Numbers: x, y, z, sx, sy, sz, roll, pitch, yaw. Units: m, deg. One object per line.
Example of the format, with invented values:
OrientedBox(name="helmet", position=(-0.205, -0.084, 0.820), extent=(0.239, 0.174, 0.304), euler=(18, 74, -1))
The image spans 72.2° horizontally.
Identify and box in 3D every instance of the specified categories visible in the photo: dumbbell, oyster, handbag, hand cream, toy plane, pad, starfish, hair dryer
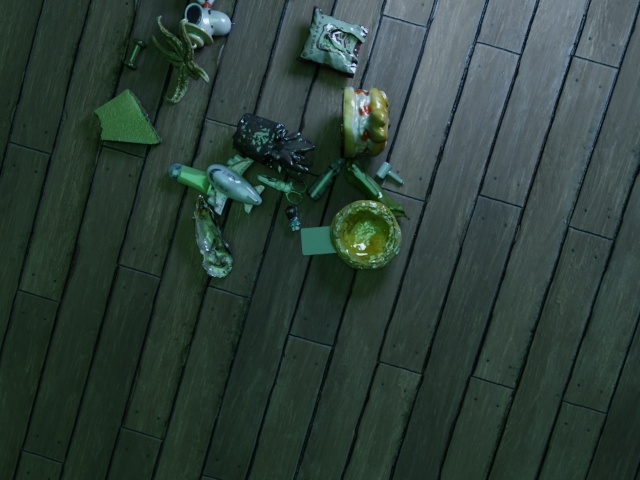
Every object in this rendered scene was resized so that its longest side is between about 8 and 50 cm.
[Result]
OrientedBox(name="dumbbell", position=(-0.741, -0.744, 1.749), extent=(0.052, 0.046, 0.118), euler=(24, 93, 6))
OrientedBox(name="oyster", position=(-0.435, -0.015, 1.757), extent=(0.128, 0.078, 0.345), euler=(-13, 101, 10))
OrientedBox(name="handbag", position=(0.048, -0.759, 1.685), extent=(0.234, 0.127, 0.213), euler=(18, 91, -1))
OrientedBox(name="hand cream", position=(-0.519, -0.254, 1.767), extent=(0.174, 0.046, 0.095), euler=(18, 88, -7))
OrientedBox(name="toy plane", position=(-0.340, -0.214, 1.727), extent=(0.251, 0.118, 0.253), euler=(0, 91, 3))
OrientedBox(name="pad", position=(0.000, 0.000, 1.783), extent=(0.157, 0.003, 0.112), euler=(-4, 93, 2))
OrientedBox(name="starfish", position=(-0.543, -0.690, 1.694), extent=(0.375, 0.094, 0.327), euler=(32, 127, 32))
OrientedBox(name="hair dryer", position=(0.286, -0.254, 1.751), extent=(0.124, 0.038, 0.063), euler=(35, 95, -7))

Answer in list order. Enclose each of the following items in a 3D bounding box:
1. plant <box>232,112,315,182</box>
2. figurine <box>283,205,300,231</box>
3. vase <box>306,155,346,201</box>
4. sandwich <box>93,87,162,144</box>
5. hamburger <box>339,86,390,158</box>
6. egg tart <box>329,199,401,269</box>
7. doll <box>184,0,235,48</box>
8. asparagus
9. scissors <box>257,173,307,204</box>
OrientedBox(name="plant", position=(-0.169, -0.359, 1.677), extent=(0.320, 0.194, 0.182), euler=(23, 97, 3))
OrientedBox(name="figurine", position=(-0.114, -0.089, 1.764), extent=(0.059, 0.047, 0.106), euler=(-5, 102, 38))
OrientedBox(name="vase", position=(0.028, -0.252, 1.743), extent=(0.060, 0.060, 0.211), euler=(39, 92, 0))
OrientedBox(name="sandwich", position=(-0.780, -0.446, 1.760), extent=(0.212, 0.063, 0.245), euler=(-29, 91, 6))
OrientedBox(name="hamburger", position=(0.163, -0.433, 1.610), extent=(0.186, 0.303, 0.261), euler=(1, 98, 5))
OrientedBox(name="egg tart", position=(0.178, -0.021, 1.719), extent=(0.287, 0.118, 0.289), euler=(0, 92, 1))
OrientedBox(name="doll", position=(-0.471, -0.894, 1.701), extent=(0.208, 0.144, 0.272), euler=(-27, 95, -18))
OrientedBox(name="asparagus", position=(0.206, -0.198, 1.734), extent=(0.343, 0.082, 0.085), euler=(48, 57, -2))
OrientedBox(name="scissors", position=(-0.159, -0.220, 1.765), extent=(0.204, 0.027, 0.101), euler=(21, 90, -2))
